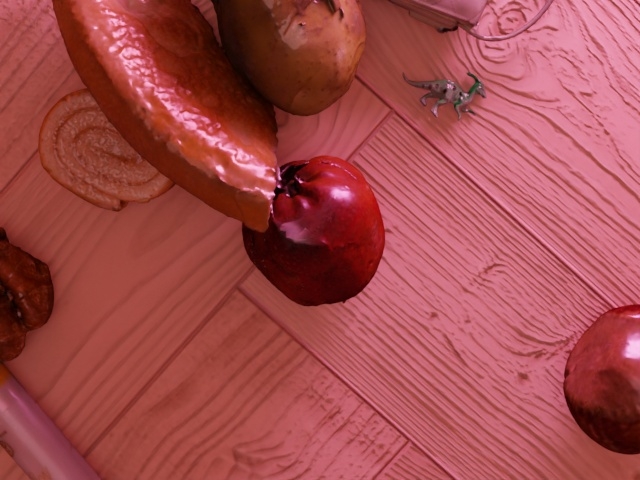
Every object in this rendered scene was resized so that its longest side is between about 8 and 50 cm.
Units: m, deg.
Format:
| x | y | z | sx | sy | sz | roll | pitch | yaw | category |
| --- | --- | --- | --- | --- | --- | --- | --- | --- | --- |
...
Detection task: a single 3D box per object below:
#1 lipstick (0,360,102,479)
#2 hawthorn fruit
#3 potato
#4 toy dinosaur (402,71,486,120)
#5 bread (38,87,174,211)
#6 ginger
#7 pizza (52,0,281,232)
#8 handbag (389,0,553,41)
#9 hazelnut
| x | y | z | sx | sy | sz | roll | pitch | yaw | category |
| --- | --- | --- | --- | --- | --- | --- | --- | --- | --- |
| -0.300 | 0.216 | 1.558 | 0.059 | 0.059 | 0.264 | -39 | 96 | 5 | lipstick |
| 0.000 | 0.000 | 1.498 | 0.148 | 0.148 | 0.172 | -28 | 123 | 4 | hawthorn fruit |
| -0.039 | -0.245 | 1.447 | 0.143 | 0.169 | 0.248 | -24 | 95 | -22 | potato |
| 0.132 | -0.159 | 1.525 | 0.062 | 0.021 | 0.083 | -40 | 98 | -2 | toy dinosaur |
| -0.213 | -0.092 | 1.517 | 0.149 | 0.073 | 0.122 | 27 | 102 | 0 | bread |
| -0.342 | 0.039 | 1.530 | 0.103 | 0.073 | 0.162 | -39 | 94 | 4 | ginger |
| -0.148 | -0.160 | 1.462 | 0.365 | 0.182 | 0.074 | 49 | 127 | 9 | pizza |
| 0.159 | -0.331 | 1.478 | 0.219 | 0.079 | 0.256 | 21 | 98 | -5 | handbag |
| 0.326 | 0.143 | 1.506 | 0.143 | 0.143 | 0.154 | 23 | 81 | -2 | hazelnut |
